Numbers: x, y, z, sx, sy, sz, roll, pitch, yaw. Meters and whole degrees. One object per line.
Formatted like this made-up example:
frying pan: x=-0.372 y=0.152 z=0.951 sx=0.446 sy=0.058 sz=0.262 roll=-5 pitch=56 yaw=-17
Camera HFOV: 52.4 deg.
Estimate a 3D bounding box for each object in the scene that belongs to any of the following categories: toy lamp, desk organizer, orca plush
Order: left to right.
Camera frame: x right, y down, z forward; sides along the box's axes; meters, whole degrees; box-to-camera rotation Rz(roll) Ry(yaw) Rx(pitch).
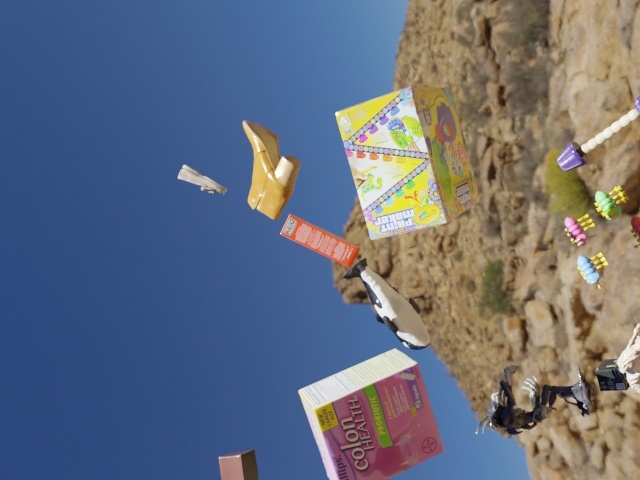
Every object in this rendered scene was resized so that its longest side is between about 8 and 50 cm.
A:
desk organizer: x=-0.140 y=0.443 z=1.156 sx=0.047 sy=0.050 sz=0.130 roll=9 pitch=-111 yaw=-63
orca plush: x=0.167 y=0.193 z=1.761 sx=0.287 sy=0.102 sz=0.151 roll=40 pitch=-140 yaw=-4
toy lamp: x=0.775 y=-0.286 z=1.785 sx=0.080 sy=0.274 sz=0.080 roll=28 pitch=-140 yaw=-27

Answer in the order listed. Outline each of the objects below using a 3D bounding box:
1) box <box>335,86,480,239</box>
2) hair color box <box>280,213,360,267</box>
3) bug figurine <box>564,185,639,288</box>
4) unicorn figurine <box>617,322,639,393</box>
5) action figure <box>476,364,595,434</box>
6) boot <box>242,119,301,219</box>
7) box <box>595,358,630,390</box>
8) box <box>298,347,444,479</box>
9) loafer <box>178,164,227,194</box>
box: x=0.202 y=-0.177 z=1.431 sx=0.290 sy=0.176 sz=0.279 roll=-25 pitch=-79 yaw=-61
hair color box: x=0.000 y=0.000 z=1.197 sx=0.141 sy=0.043 sz=0.072 roll=26 pitch=-178 yaw=1
bug figurine: x=0.777 y=-0.011 z=1.779 sx=0.072 sy=0.279 sz=0.216 roll=-7 pitch=-121 yaw=-39
unicorn figurine: x=0.521 y=0.195 z=1.054 sx=0.161 sy=0.111 sz=0.060 roll=18 pitch=-172 yaw=-34
action figure: x=0.486 y=0.368 z=1.514 sx=0.164 sy=0.275 sz=0.141 roll=33 pitch=-139 yaw=-50
boot: x=-0.186 y=-0.216 z=2.002 sx=0.104 sy=0.211 sz=0.295 roll=-2 pitch=-140 yaw=-45
box: x=0.681 y=0.309 z=1.501 sx=0.083 sy=0.062 sz=0.052 roll=-17 pitch=-88 yaw=-51
box: x=0.108 y=0.382 z=1.379 sx=0.117 sy=0.242 sz=0.214 roll=-158 pitch=49 yaw=-73
loafer: x=-0.289 y=-0.139 z=1.588 sx=0.125 sy=0.039 sz=0.045 roll=30 pitch=174 yaw=6
